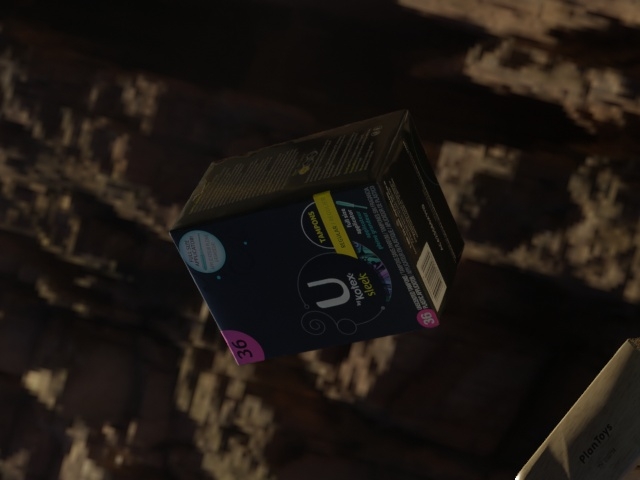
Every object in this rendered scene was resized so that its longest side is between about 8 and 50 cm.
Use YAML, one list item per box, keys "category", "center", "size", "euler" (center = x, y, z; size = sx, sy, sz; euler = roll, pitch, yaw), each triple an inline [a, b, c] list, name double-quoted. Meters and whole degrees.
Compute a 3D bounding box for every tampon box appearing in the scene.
- category: "tampon box"
  center: [0.000, 0.000, 1.141]
  size: [0.161, 0.120, 0.101]
  euler: [-14, -153, 25]

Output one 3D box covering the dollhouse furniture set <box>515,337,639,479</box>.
- category: "dollhouse furniture set"
  center: [0.288, 0.192, 0.793]
  size: [0.174, 0.303, 0.355]
  euler: [4, -143, -48]
